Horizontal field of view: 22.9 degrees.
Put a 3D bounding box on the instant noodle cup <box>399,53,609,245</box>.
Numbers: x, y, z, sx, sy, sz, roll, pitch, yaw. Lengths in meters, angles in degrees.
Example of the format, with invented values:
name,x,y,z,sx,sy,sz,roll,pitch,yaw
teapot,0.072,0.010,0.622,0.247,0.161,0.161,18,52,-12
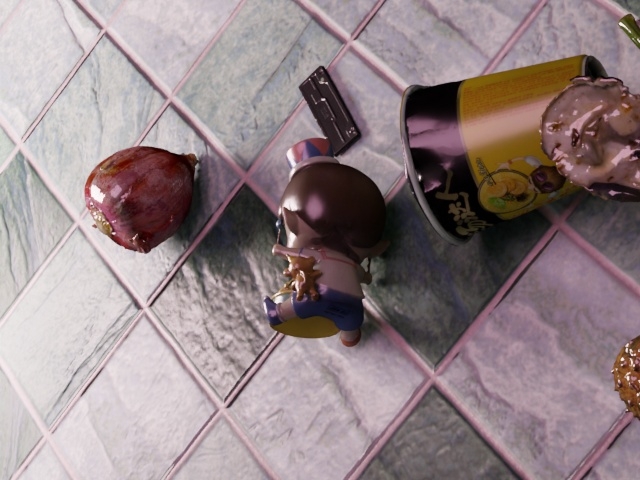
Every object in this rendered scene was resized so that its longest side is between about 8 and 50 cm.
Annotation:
name,x,y,z,sx,sy,sz,roll,pitch,yaw
instant noodle cup,0.241,-0.122,1.924,0.236,0.215,0.215,-17,60,24

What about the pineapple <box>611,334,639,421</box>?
name,x,y,z,sx,sy,sz,roll,pitch,yaw
pineapple,0.411,0.208,1.674,0.125,0.125,0.251,-40,56,19

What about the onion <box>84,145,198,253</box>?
name,x,y,z,sx,sy,sz,roll,pitch,yaw
onion,-0.255,-0.077,2.358,0.195,0.159,0.159,-41,40,-25

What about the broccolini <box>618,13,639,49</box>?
name,x,y,z,sx,sy,sz,roll,pitch,yaw
broccolini,0.433,-0.212,1.902,0.054,0.051,0.239,-55,39,15

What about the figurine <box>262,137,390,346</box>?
name,x,y,z,sx,sy,sz,roll,pitch,yaw
figurine,0.005,-0.003,2.091,0.158,0.161,0.275,-27,47,54

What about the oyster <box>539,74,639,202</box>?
name,x,y,z,sx,sy,sz,roll,pitch,yaw
oyster,0.398,-0.077,1.742,0.345,0.078,0.129,25,86,23

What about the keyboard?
name,x,y,z,sx,sy,sz,roll,pitch,yaw
keyboard,0.012,-0.186,2.263,0.053,0.010,0.155,-41,49,19
